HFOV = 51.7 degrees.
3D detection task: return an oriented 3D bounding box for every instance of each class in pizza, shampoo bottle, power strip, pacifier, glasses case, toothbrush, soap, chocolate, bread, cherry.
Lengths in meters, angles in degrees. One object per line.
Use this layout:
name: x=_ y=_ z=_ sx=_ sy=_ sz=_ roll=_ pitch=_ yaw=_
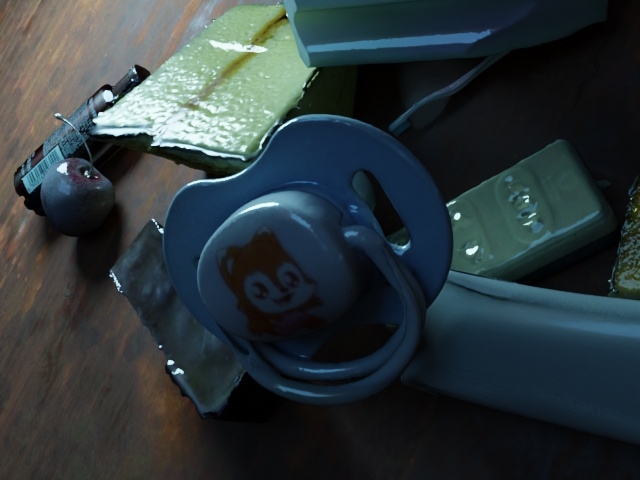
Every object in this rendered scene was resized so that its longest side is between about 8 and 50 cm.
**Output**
pizza: x=0.320 y=-0.009 z=0.580 sx=0.178 sy=0.041 sz=0.131 roll=-42 pitch=53 yaw=14
shampoo bottle: x=-0.419 y=-0.184 z=1.195 sx=0.323 sy=0.084 sz=0.129 roll=-39 pitch=54 yaw=15
power strip: x=0.169 y=0.001 z=0.671 sx=0.256 sy=0.070 sz=0.105 roll=-30 pitch=54 yaw=21
pacifier: x=0.000 y=0.000 z=0.655 sx=0.299 sy=0.244 sz=0.233 roll=-25 pitch=20 yaw=31
glasses case: x=0.214 y=0.096 z=0.562 sx=0.308 sy=0.083 sz=0.128 roll=7 pitch=102 yaw=39
toothbrush: x=0.167 y=-0.193 z=0.798 sx=0.204 sy=0.022 sz=0.017 roll=-36 pitch=36 yaw=17
soap: x=0.139 y=-0.306 z=0.745 sx=0.346 sy=0.115 sz=0.208 roll=3 pitch=55 yaw=20
chocolate: x=-0.147 y=0.102 z=0.835 sx=0.112 sy=0.112 sz=0.321 roll=-51 pitch=47 yaw=2
bread: x=-0.108 y=-0.241 z=0.903 sx=0.345 sy=0.242 sz=0.405 roll=2 pitch=74 yaw=34
cherry: x=-0.431 y=-0.091 z=1.128 sx=0.115 sy=0.148 sz=0.188 roll=-36 pitch=68 yaw=-26
